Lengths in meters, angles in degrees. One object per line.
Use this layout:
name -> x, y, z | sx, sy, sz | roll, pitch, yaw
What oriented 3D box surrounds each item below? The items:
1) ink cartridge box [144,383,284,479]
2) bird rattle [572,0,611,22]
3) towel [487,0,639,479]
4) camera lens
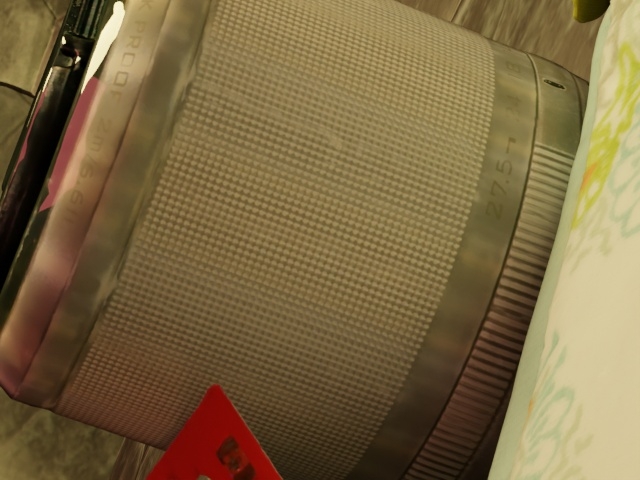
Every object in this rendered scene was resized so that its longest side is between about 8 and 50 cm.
ink cartridge box -> -0.019, 0.196, 0.758 | 0.066, 0.232, 0.189 | -33, -11, -31
bird rattle -> 0.153, -0.255, 0.974 | 0.253, 0.143, 0.207 | -57, 0, 40
towel -> 0.159, -0.024, 0.583 | 0.320, 0.090, 0.374 | 125, 162, -57
camera lens -> 0.000, 0.000, 0.832 | 0.219, 0.274, 0.219 | -159, 90, -80
